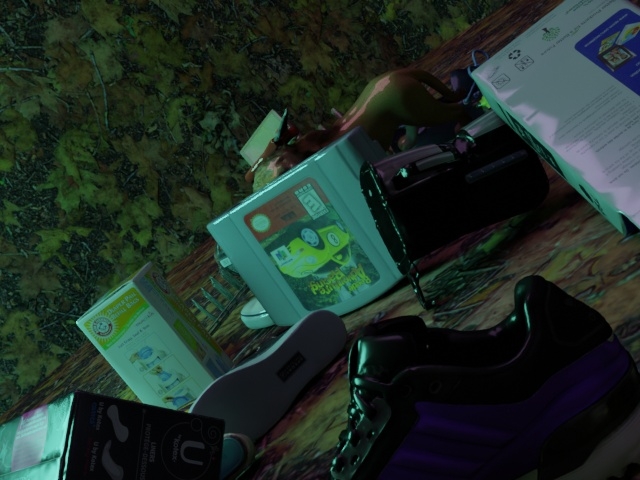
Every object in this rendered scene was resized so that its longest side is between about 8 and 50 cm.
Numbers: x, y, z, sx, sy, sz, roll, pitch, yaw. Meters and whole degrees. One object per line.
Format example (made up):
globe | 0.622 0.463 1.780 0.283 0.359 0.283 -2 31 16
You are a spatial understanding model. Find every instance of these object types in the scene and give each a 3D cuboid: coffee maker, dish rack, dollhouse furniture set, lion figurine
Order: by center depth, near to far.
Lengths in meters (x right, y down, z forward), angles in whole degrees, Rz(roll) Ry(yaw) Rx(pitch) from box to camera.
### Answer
coffee maker | 0.154 -0.040 1.023 0.178 0.171 0.120 -22 12 -7
lion figurine | 0.069 -0.155 1.422 0.142 0.240 0.392 28 76 43
dish rack | -0.174 0.107 1.491 0.271 0.074 0.208 -51 0 -9
dollhouse furniture set | 0.003 -0.108 1.615 0.212 0.242 0.161 -52 48 13

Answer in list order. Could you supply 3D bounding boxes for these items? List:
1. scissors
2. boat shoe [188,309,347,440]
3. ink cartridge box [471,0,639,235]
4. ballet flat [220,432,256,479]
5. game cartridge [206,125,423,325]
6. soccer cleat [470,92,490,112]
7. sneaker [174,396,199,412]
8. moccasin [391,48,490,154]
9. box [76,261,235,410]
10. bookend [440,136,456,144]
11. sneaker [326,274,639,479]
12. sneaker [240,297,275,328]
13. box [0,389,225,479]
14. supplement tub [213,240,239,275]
scissors | -0.054 -0.163 1.369 0.109 0.021 0.297 -44 -3 -23
boat shoe | -0.067 0.159 1.045 0.228 0.080 0.076 -42 4 -29
ink cartridge box | 0.286 -0.120 0.857 0.165 0.065 0.332 -36 37 7
ballet flat | -0.134 0.257 0.937 0.168 0.057 0.052 -34 -18 1
game cartridge | 0.000 0.000 1.174 0.294 0.196 0.060 -29 13 41
soccer cleat | 0.297 -0.201 1.363 0.121 0.093 0.289 -29 11 9
sneaker | -0.191 0.251 1.077 0.185 0.069 0.084 -39 5 -4
moccasin | 0.264 -0.255 1.643 0.342 0.116 0.137 -35 10 15
box | -0.226 0.146 1.288 0.103 0.203 0.114 -36 10 9
bookend | 0.158 -0.071 1.309 0.157 0.072 0.156 -44 12 -29
sneaker | 0.050 0.123 0.569 0.293 0.146 0.102 -36 10 10
sneaker | -0.036 0.049 1.388 0.258 0.091 0.094 -32 11 32
box | -0.206 0.241 0.807 0.247 0.142 0.163 -28 53 50
supplement tub | -0.136 0.004 1.919 0.106 0.106 0.198 -45 12 -36
